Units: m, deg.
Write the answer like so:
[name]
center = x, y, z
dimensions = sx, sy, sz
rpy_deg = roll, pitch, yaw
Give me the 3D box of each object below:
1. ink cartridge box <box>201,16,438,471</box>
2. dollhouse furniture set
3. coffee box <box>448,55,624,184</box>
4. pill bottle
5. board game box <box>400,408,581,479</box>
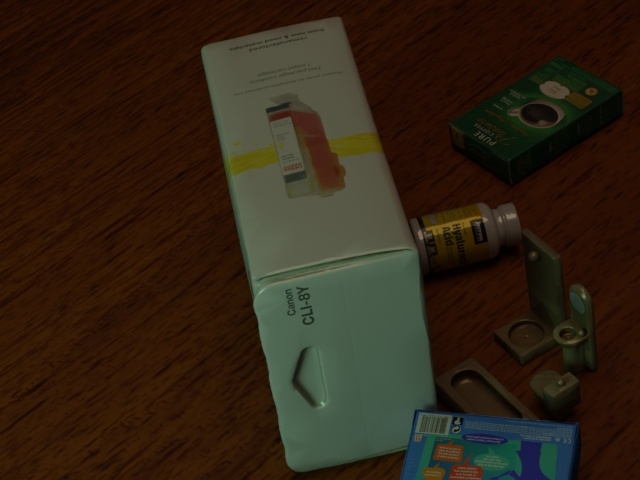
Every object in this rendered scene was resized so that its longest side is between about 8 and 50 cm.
[ink cartridge box]
center = 0.000, 0.000, 1.647
dimensions = 0.160, 0.279, 0.384
rpy_deg = -12, 42, -2
[dollhouse furniture set]
center = 0.193, 0.101, 1.603
dimensions = 0.151, 0.123, 0.144
rpy_deg = -28, 44, -18
[coffee box]
center = 0.256, -0.145, 1.925
dimensions = 0.184, 0.040, 0.113
rpy_deg = -33, 45, -23
[pill bottle]
center = 0.159, -0.006, 1.774
dimensions = 0.116, 0.065, 0.065
rpy_deg = -14, 41, -2
[board game box]
center = 0.146, 0.259, 1.479
dimensions = 0.160, 0.047, 0.210
rpy_deg = 4, 51, 17
